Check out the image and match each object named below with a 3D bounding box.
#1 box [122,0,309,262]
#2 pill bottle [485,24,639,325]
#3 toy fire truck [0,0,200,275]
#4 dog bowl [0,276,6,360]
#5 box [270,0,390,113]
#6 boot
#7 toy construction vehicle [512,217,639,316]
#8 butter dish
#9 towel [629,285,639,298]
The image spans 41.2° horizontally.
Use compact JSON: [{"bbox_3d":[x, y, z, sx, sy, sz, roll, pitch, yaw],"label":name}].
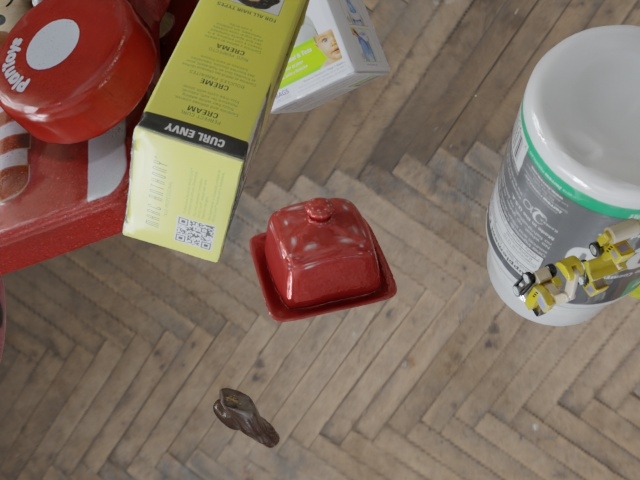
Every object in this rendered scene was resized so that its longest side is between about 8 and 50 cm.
[{"bbox_3d":[-0.050,-0.104,0.505,0.058,0.232,0.087,17,138,-4],"label":"box"},{"bbox_3d":[0.296,-0.047,0.945,0.204,0.361,0.204,-1,64,2],"label":"pill bottle"},{"bbox_3d":[-0.208,-0.114,0.622,0.253,0.169,0.302,-18,59,14],"label":"toy fire truck"},{"bbox_3d":[-0.522,0.090,0.931,0.407,0.150,0.408,-3,83,24],"label":"dog bowl"},{"bbox_3d":[-0.026,-0.250,0.900,0.114,0.103,0.203,-21,91,27],"label":"box"},{"bbox_3d":[-0.104,0.197,1.010,0.106,0.114,0.037,22,69,29],"label":"boot"},{"bbox_3d":[0.190,0.026,0.615,0.085,0.098,0.035,-18,69,-16],"label":"toy construction vehicle"},{"bbox_3d":[0.000,0.000,1.022,0.160,0.160,0.118,-11,135,-10],"label":"butter dish"},{"bbox_3d":[0.565,0.058,1.481,0.021,0.237,0.102,-10,104,-19],"label":"towel"}]
